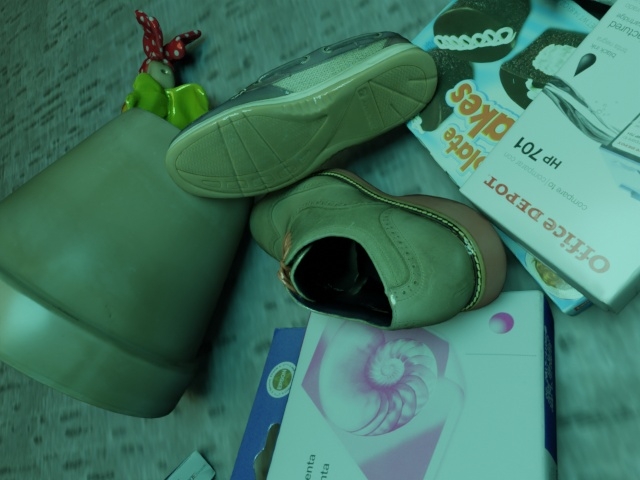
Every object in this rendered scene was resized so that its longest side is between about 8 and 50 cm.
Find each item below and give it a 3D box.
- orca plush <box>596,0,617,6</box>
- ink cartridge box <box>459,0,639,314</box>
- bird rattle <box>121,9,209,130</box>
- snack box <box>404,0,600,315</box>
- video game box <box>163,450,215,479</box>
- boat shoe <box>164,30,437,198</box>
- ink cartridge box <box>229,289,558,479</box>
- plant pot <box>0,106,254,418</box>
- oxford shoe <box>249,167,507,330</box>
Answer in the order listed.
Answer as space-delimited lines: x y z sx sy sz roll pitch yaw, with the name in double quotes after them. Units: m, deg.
0.255 -0.254 0.418 0.287 0.151 0.102 54 147 30 "orca plush"
0.224 -0.062 0.375 0.191 0.082 0.139 -51 58 11 "ink cartridge box"
-0.270 -0.223 0.793 0.207 0.143 0.254 -48 53 34 "bird rattle"
0.207 -0.112 0.484 0.187 0.060 0.322 -42 59 18 "snack box"
-0.237 0.363 0.587 0.048 0.187 0.205 45 106 3 "video game box"
-0.025 -0.134 0.526 0.285 0.103 0.092 -24 45 5 "boat shoe"
0.030 0.204 0.447 0.329 0.071 0.324 -8 50 31 "ink cartridge box"
-0.237 0.004 0.621 0.323 0.323 0.281 27 80 35 "plant pot"
0.000 0.000 0.504 0.348 0.130 0.123 11 115 54 "oxford shoe"
